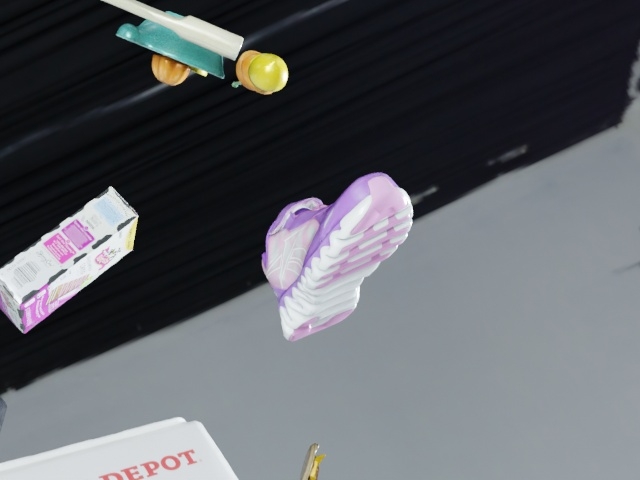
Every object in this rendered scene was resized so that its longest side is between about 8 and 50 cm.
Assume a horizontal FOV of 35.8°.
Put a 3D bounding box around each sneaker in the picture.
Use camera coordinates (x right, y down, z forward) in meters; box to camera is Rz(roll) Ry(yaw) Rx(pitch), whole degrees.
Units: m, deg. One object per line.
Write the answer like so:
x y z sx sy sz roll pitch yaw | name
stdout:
0.000 0.000 0.901 0.105 0.095 0.236 61 -30 18 | sneaker

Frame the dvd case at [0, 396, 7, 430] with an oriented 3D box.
-0.424 0.242 0.915 0.180 0.252 0.022 -94 166 -51 | dvd case

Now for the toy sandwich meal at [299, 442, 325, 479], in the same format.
-0.012 0.380 1.652 0.085 0.029 0.086 -162 -90 -87 | toy sandwich meal

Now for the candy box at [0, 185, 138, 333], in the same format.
-0.405 0.033 1.585 0.071 0.233 0.159 46 -24 6 | candy box

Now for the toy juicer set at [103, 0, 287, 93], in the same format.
-0.153 -0.232 1.285 0.209 0.090 0.329 23 6 10 | toy juicer set

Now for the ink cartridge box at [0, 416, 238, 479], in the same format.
-0.105 0.269 0.610 0.283 0.207 0.117 50 -52 30 | ink cartridge box
